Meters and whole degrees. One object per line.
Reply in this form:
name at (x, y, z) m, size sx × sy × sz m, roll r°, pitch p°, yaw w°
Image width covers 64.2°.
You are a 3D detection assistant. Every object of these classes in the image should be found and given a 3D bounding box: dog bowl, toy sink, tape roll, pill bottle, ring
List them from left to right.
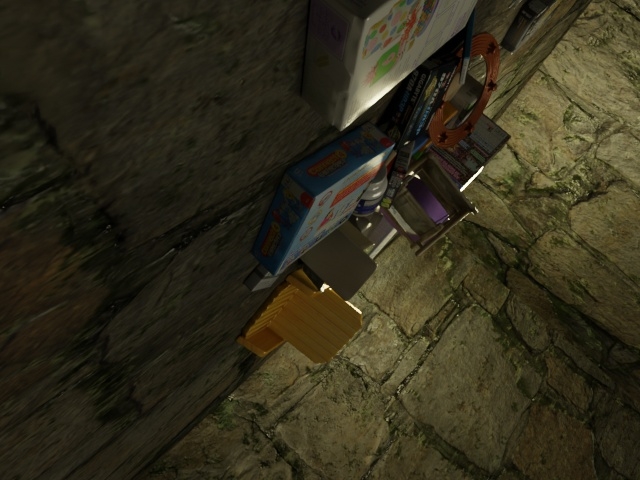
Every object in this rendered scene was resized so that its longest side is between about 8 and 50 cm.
toy sink at (0.061, 0.039, 1.523) m, size 0.152 × 0.234 × 0.131 m, roll -52°, pitch 168°, yaw 22°
dog bowl at (0.071, 0.017, 1.772) m, size 0.348 × 0.102 × 0.349 m, roll -50°, pitch 170°, yaw -12°
pill bottle at (0.124, -0.151, 1.407) m, size 0.112 × 0.112 × 0.186 m, roll -43°, pitch 168°, yaw -18°
tape roll at (0.350, -0.119, 1.943) m, size 0.090 × 0.275 × 0.275 m, roll -44°, pitch 169°, yaw -20°
ring at (0.424, -0.420, 1.467) m, size 0.337 × 0.032 × 0.336 m, roll -33°, pitch 142°, yaw -30°

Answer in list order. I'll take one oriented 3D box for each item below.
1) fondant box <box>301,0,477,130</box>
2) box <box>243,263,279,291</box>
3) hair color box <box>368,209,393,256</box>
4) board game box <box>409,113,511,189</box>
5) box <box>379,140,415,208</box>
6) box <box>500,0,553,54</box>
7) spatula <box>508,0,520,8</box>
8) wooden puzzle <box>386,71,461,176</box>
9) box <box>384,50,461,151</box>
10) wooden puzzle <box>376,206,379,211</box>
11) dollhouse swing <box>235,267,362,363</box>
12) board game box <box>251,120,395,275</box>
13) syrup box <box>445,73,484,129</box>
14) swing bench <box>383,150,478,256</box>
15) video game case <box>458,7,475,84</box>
fondant box at (0.123, -0.346, 0.756) m, size 0.330 × 0.096 × 0.238 m, roll -44°, pitch 169°, yaw -19°
box at (-0.119, 0.058, 1.424) m, size 0.186 × 0.038 × 0.145 m, roll -50°, pitch 169°, yaw 9°
hair color box at (0.240, -0.011, 2.340) m, size 0.374 × 0.114 × 0.185 m, roll -51°, pitch 168°, yaw 16°
board game box at (0.493, -0.328, 1.857) m, size 0.291 × 0.232 × 0.141 m, roll -45°, pitch 169°, yaw -8°
box at (0.213, -0.185, 1.438) m, size 0.207 × 0.036 × 0.114 m, roll 102°, pitch 6°, yaw -67°
box at (0.706, -0.740, 1.656) m, size 0.231 × 0.056 × 0.183 m, roll -43°, pitch 168°, yaw -16°
spatula at (0.541, -0.656, 1.287) m, size 0.168 × 0.019 × 0.242 m, roll -48°, pitch -178°, yaw 40°
wooden puzzle at (0.296, -0.310, 1.572) m, size 0.322 × 0.080 × 0.348 m, roll -42°, pitch 168°, yaw -23°
box at (0.248, -0.345, 1.260) m, size 0.175 × 0.051 × 0.220 m, roll -35°, pitch 155°, yaw -45°
wooden puzzle at (0.141, -0.039, 2.047) m, size 0.238 × 0.044 × 0.221 m, roll -51°, pitch 168°, yaw 20°
dollhouse swing at (-0.058, 0.326, 1.913) m, size 0.347 × 0.305 × 0.315 m, roll -49°, pitch 169°, yaw 18°
board game box at (0.003, -0.098, 1.205) m, size 0.308 × 0.086 × 0.302 m, roll -38°, pitch 165°, yaw -40°
syrup box at (0.443, -0.425, 1.680) m, size 0.093 × 0.096 × 0.237 m, roll -41°, pitch 167°, yaw -20°
swing bench at (0.344, -0.127, 1.719) m, size 0.255 × 0.253 × 0.165 m, roll -38°, pitch -174°, yaw 9°
video game case at (0.355, -0.467, 1.240) m, size 0.166 × 0.015 × 0.119 m, roll 19°, pitch 78°, yaw -78°
